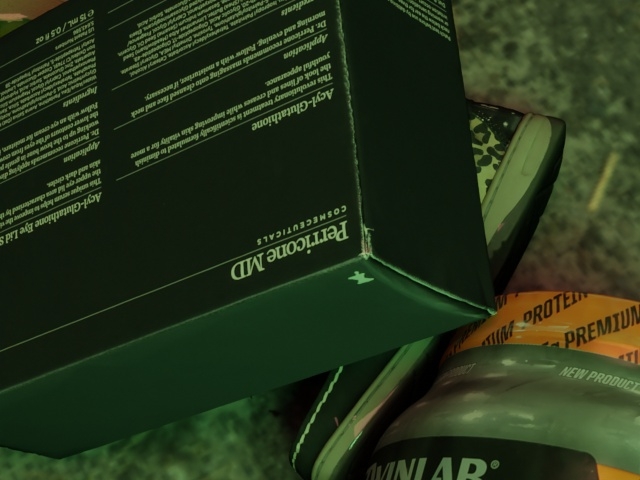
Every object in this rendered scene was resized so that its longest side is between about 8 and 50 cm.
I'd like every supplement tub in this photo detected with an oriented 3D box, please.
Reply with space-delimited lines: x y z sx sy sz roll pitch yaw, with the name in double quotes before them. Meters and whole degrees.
"supplement tub" 0.090 0.193 0.621 0.193 0.193 0.316 13 65 8

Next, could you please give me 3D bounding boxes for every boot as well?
"boot" 0.000 0.000 0.776 0.178 0.085 0.236 26 62 15

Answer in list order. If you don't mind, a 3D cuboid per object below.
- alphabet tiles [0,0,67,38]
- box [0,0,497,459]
"alphabet tiles" -0.204 -0.126 0.884 0.342 0.011 0.285 18 68 10
"box" -0.065 -0.023 0.702 0.261 0.103 0.184 -21 60 32
